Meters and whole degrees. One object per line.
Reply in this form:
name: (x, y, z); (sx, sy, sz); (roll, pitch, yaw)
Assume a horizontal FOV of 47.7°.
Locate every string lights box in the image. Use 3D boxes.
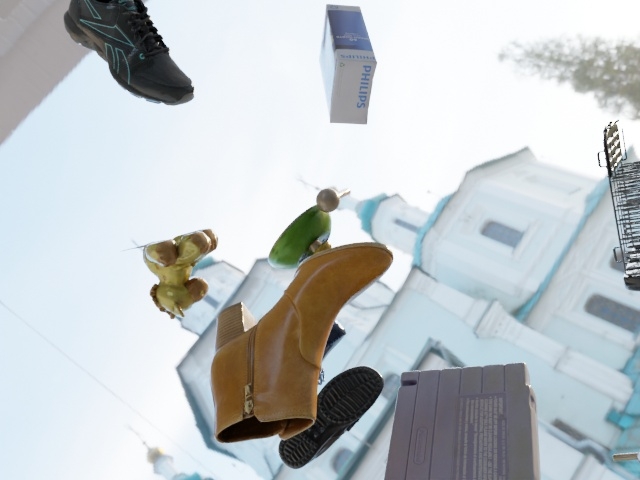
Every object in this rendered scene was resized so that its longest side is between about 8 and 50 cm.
string lights box: (0.050, -0.349, 1.415); (0.076, 0.260, 0.133); (2, -52, -7)

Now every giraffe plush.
giraffe plush: (-0.310, 0.079, 1.569); (0.181, 0.210, 0.171); (-43, -61, -79)

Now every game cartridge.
game cartridge: (0.219, 0.331, 1.115); (0.355, 0.230, 0.068); (-69, -31, -55)

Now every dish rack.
dish rack: (0.508, -0.063, 1.166); (0.208, 0.074, 0.272); (-29, -72, -60)

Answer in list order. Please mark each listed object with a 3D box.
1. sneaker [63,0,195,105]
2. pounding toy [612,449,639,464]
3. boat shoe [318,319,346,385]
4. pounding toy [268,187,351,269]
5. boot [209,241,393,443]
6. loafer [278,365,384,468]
sneaker: (-0.299, -0.314, 1.137); (0.101, 0.267, 0.106); (-38, -16, -52)
pounding toy: (0.533, 0.316, 1.073); (0.100, 0.130, 0.141); (-60, -11, -71)
boat shoe: (-0.040, 0.254, 1.354); (0.258, 0.089, 0.109); (-44, -17, 17)
pounding toy: (0.000, 0.000, 1.615); (0.237, 0.110, 0.183); (-51, -15, 15)
boot: (-0.016, 0.141, 0.955); (0.295, 0.211, 0.104); (-27, -45, 15)
loafer: (0.019, 0.299, 1.243); (0.220, 0.080, 0.078); (-41, -21, -1)
